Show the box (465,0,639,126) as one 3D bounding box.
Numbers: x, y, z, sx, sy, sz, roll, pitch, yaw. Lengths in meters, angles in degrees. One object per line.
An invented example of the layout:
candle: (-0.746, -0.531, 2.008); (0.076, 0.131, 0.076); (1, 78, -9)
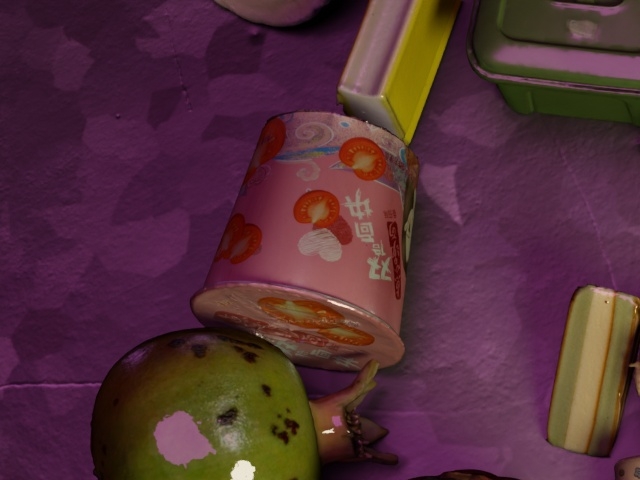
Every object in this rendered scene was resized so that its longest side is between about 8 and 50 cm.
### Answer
box: (0.319, -0.293, 1.589); (0.253, 0.178, 0.328); (10, 72, 17)

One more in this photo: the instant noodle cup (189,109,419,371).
instant noodle cup: (0.000, 0.000, 1.549); (0.243, 0.243, 0.231); (7, 67, 18)

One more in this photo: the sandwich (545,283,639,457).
sandwich: (0.289, 0.140, 1.476); (0.079, 0.113, 0.163); (14, 76, 19)

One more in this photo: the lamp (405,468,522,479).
lamp: (0.131, 0.362, 1.355); (0.303, 0.257, 0.303); (-12, 31, 8)

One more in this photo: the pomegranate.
pomegranate: (-0.083, 0.234, 1.467); (0.324, 0.291, 0.290); (2, 72, 7)

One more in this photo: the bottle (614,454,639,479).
bottle: (0.354, 0.298, 1.415); (0.099, 0.099, 0.152); (-7, 73, 13)

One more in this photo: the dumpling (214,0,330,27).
dumpling: (-0.045, -0.382, 1.747); (0.175, 0.243, 0.226); (-12, 85, -30)

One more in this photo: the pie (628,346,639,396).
pie: (0.422, 0.151, 1.419); (0.179, 0.084, 0.205); (-27, 61, -32)

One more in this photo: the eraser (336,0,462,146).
eraser: (0.097, -0.235, 1.635); (0.069, 0.158, 0.226); (17, 76, 18)
